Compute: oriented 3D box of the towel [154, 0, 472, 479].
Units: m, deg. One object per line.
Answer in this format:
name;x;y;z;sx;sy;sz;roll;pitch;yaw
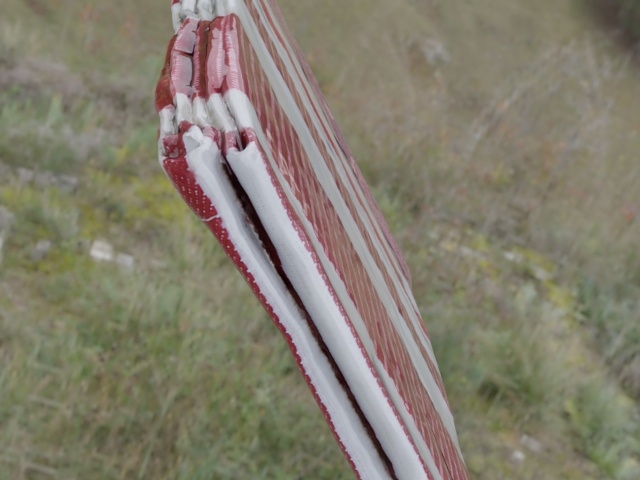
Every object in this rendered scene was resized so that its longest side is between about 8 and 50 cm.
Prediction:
towel;0.000;0.000;0.605;0.037;0.237;0.329;-25;24;7
